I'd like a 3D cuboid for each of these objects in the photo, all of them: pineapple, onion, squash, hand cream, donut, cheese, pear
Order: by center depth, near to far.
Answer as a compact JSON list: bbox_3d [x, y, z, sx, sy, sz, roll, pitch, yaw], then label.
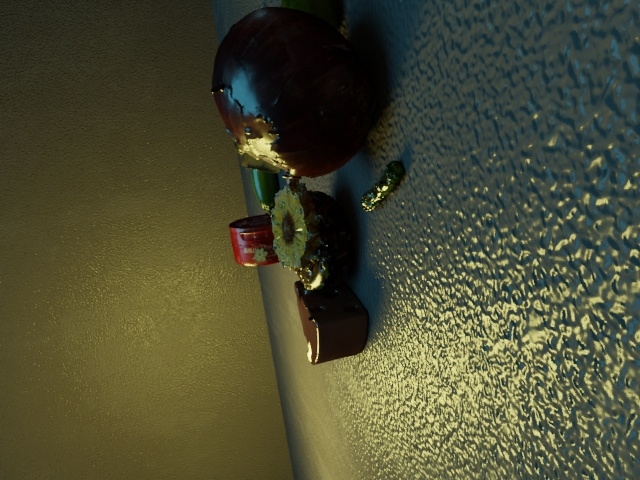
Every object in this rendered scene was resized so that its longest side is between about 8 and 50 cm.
[{"bbox_3d":[-0.040,-0.236,0.748,0.276,0.276,0.276,170,90,-77],"label":"onion"},{"bbox_3d":[-0.021,-0.396,0.823,0.107,0.107,0.131,-115,13,-46],"label":"pear"},{"bbox_3d":[-0.053,-0.024,0.957,0.221,0.047,0.221,30,125,57],"label":"pineapple"},{"bbox_3d":[-0.001,0.001,1.024,0.216,0.095,0.230,56,145,41],"label":"donut"},{"bbox_3d":[0.018,0.205,1.055,0.203,0.128,0.177,-131,34,-62],"label":"cheese"},{"bbox_3d":[-0.214,-0.005,1.660,0.230,0.230,0.150,-136,37,-68],"label":"hand cream"},{"bbox_3d":[-0.222,-0.274,1.760,0.101,0.101,0.379,-158,58,-74],"label":"squash"}]

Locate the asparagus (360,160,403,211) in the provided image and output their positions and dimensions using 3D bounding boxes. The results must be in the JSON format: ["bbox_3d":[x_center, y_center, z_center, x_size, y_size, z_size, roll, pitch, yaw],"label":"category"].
[{"bbox_3d":[0.095,-0.080,0.741,0.036,0.030,0.165,54,161,5],"label":"asparagus"}]

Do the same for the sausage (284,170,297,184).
[{"bbox_3d":[-0.089,-0.191,1.402,0.042,0.036,0.158,-136,37,-80],"label":"sausage"}]

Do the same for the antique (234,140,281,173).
[{"bbox_3d":[-0.174,-0.304,1.357,0.147,0.147,0.152,-63,31,34],"label":"antique"}]
